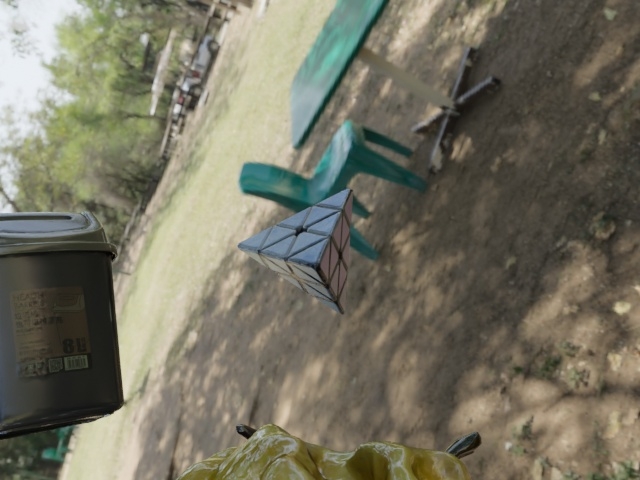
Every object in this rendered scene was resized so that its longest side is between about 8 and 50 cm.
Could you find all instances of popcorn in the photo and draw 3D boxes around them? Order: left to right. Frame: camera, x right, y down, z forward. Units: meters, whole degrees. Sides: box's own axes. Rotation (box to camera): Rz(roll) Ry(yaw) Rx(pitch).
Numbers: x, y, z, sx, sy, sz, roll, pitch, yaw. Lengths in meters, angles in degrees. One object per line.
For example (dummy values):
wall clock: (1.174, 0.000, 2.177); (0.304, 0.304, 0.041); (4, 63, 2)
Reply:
popcorn: (0.024, 0.298, 0.694); (0.315, 0.297, 0.281); (-24, 45, 35)

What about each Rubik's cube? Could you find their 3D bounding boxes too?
Rubik's cube: (0.000, 0.000, 1.153); (0.191, 0.211, 0.178); (-61, 8, 2)

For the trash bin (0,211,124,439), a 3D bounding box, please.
trash bin: (-0.373, 0.102, 0.986); (0.182, 0.209, 0.291); (-30, 68, 51)
